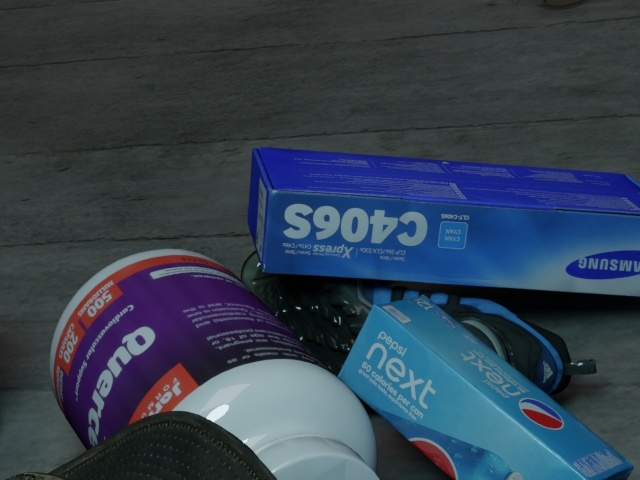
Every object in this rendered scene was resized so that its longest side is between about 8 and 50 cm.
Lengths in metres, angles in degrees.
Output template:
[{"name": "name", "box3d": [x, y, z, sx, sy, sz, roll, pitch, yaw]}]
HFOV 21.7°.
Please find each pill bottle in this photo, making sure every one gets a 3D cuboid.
[{"name": "pill bottle", "box3d": [-0.076, 0.140, 1.243, 0.181, 0.182, 0.323, -22, 29, -17]}]

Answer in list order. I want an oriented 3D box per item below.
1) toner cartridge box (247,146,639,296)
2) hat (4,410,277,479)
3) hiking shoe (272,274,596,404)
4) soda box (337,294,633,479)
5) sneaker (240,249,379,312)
[{"name": "toner cartridge box", "box3d": [0.116, -0.017, 1.432, 0.347, 0.075, 0.165, 4, 16, -7]}, {"name": "hat", "box3d": [-0.180, 0.232, 1.016, 0.331, 0.134, 0.331, -23, 46, 27]}, {"name": "hiking shoe", "box3d": [0.076, 0.091, 1.388, 0.132, 0.113, 0.304, 1, 12, -38]}, {"name": "soda box", "box3d": [0.115, 0.130, 1.199, 0.210, 0.071, 0.067, 40, 27, 28]}, {"name": "sneaker", "box3d": [0.000, 0.000, 1.579, 0.227, 0.087, 0.130, -27, 29, -32]}]
